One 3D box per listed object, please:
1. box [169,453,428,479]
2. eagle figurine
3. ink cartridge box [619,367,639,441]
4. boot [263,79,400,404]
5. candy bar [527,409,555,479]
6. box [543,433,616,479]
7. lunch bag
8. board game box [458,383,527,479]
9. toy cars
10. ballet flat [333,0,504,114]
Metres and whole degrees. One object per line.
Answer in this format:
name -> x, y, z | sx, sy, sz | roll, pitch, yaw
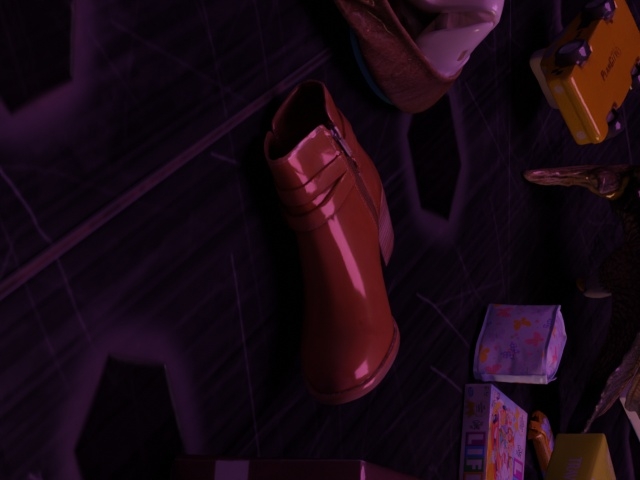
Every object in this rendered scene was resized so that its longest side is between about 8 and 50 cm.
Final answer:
box -> 0.040, 0.259, 1.147 | 0.381, 0.143, 0.191 | 27, 63, -60
eagle figurine -> 0.333, 0.064, 1.751 | 0.225, 0.226, 0.298 | 46, 36, -85
ink cartridge box -> 0.408, 0.140, 2.053 | 0.104, 0.060, 0.180 | 58, 37, -45
boot -> 0.000, 0.000, 1.173 | 0.197, 0.073, 0.152 | -85, 158, -46
candy bar -> 0.233, 0.236, 1.709 | 0.040, 0.018, 0.161 | -69, 145, -49
box -> 0.184, 0.237, 1.253 | 0.178, 0.042, 0.109 | -61, 140, -51
lunch bag -> 0.179, 0.099, 1.546 | 0.083, 0.071, 0.053 | -66, 148, -49
board game box -> 0.152, 0.215, 1.525 | 0.103, 0.026, 0.154 | 40, 52, -59
toy cars -> 0.258, -0.269, 1.756 | 0.176, 0.087, 0.394 | 22, 62, -51
ballet flat -> 0.063, -0.201, 1.268 | 0.342, 0.124, 0.116 | 53, 41, -51
